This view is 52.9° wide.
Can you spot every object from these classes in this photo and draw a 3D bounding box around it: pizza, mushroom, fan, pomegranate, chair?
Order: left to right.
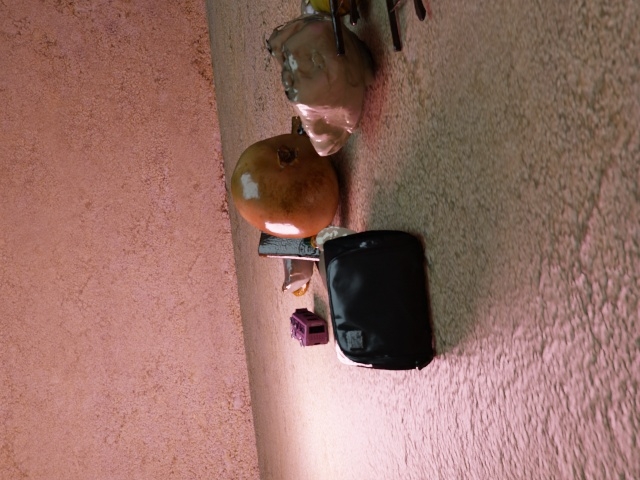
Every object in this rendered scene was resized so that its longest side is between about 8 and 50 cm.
[{"bbox_3d":[-0.087,-0.150,1.731,0.319,0.319,0.319,174,90,-74],"label":"pomegranate"},{"bbox_3d":[-0.095,0.105,2.270,0.201,0.053,0.193,126,135,-68],"label":"pizza"},{"bbox_3d":[-0.074,-0.010,2.010,0.109,0.097,0.352,4,94,37],"label":"mushroom"},{"bbox_3d":[-0.040,-0.374,1.920,0.060,0.061,0.187,130,144,-51],"label":"mushroom"},{"bbox_3d":[0.000,0.000,1.807,0.155,0.082,0.039,0,91,57],"label":"fan"},{"bbox_3d":[0.084,-0.534,1.224,0.186,0.160,0.319,148,114,-78],"label":"chair"}]

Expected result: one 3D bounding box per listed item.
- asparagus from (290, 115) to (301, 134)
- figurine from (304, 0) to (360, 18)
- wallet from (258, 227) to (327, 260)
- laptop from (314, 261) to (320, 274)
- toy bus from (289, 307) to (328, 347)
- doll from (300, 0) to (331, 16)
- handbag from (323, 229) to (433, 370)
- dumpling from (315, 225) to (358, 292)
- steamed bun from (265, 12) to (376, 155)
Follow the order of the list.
[{"bbox_3d":[-0.075,-0.309,2.069,0.045,0.041,0.179,-36,-48,-55],"label":"asparagus"},{"bbox_3d":[0.016,-0.601,1.443,0.156,0.131,0.246,-30,80,29],"label":"figurine"},{"bbox_3d":[-0.085,-0.008,1.940,0.243,0.039,0.133,4,87,33],"label":"wallet"},{"bbox_3d":[0.006,0.058,1.971,0.180,0.016,0.129,-114,24,-50],"label":"laptop"},{"bbox_3d":[-0.039,0.284,2.093,0.178,0.086,0.099,-160,67,-69],"label":"toy bus"},{"bbox_3d":[-0.009,-0.502,1.666,0.160,0.094,0.365,-119,28,-60],"label":"doll"},{"bbox_3d":[0.103,0.131,1.362,0.275,0.177,0.302,177,87,-74],"label":"handbag"},{"bbox_3d":[0.074,0.074,1.590,0.166,0.126,0.216,-31,54,44],"label":"dumpling"},{"bbox_3d":[0.023,-0.368,1.452,0.280,0.207,0.268,60,-170,-54],"label":"steamed bun"}]
